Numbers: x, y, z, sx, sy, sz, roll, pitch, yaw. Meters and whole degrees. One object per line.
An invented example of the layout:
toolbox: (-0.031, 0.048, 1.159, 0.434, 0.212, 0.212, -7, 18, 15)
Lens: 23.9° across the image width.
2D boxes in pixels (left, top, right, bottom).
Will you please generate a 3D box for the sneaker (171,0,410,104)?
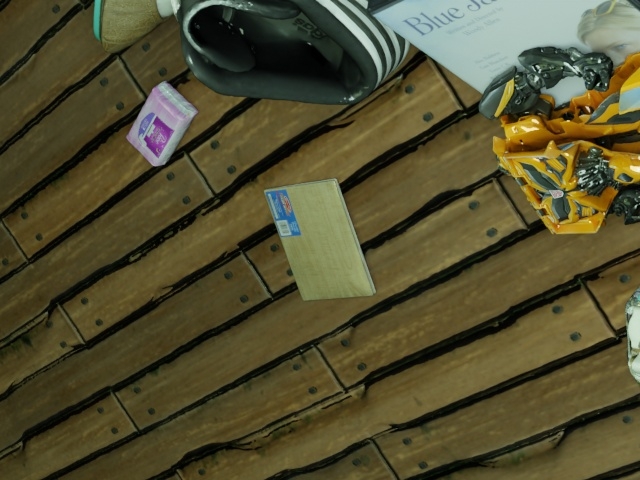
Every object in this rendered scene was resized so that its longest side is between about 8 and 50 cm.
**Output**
sneaker: (-0.098, -0.282, 1.232, 0.447, 0.257, 0.169, 39, 116, -9)

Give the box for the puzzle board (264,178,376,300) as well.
puzzle board: (0.000, 0.000, 1.556, 0.096, 0.011, 0.128, -6, 110, 40)

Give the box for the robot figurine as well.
robot figurine: (0.269, -0.082, 1.210, 0.291, 0.085, 0.211, -12, 136, 33)

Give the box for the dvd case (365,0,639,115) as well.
dvd case: (0.187, -0.161, 1.209, 0.253, 0.022, 0.180, 30, 146, -36)

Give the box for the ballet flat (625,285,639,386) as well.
ballet flat: (0.291, 0.096, 1.370, 0.041, 0.041, 0.114, 9, 120, 33)

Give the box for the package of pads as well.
package of pads: (-0.167, -0.123, 1.598, 0.050, 0.032, 0.083, 45, 133, 10)

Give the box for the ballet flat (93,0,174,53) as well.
ballet flat: (-0.134, -0.315, 1.430, 0.124, 0.116, 0.342, 19, 122, 8)
